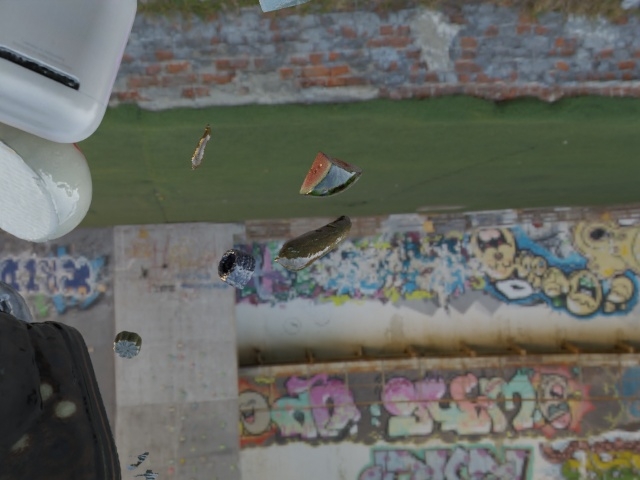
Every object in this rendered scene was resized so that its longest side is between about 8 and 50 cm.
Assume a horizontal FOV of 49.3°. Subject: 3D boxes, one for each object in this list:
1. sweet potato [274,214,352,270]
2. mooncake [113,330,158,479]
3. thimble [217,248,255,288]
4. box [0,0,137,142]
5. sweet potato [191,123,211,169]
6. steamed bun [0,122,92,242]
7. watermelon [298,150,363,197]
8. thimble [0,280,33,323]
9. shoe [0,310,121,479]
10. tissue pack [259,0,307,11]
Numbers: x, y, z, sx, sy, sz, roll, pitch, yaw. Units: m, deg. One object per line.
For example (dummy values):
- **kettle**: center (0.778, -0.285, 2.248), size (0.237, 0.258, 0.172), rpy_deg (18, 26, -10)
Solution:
- **sweet potato**: center (0.000, 0.000, 1.646), size (0.075, 0.075, 0.273), rpy_deg (-5, -161, 43)
- **mooncake**: center (-0.386, 0.350, 1.442), size (0.150, 0.347, 0.057), rpy_deg (-14, -165, 14)
- **thimble**: center (-0.216, 0.067, 1.794), size (0.066, 0.095, 0.104), rpy_deg (29, -157, -29)
- **box**: center (-0.493, -0.367, 1.236), size (0.288, 0.349, 0.141), rpy_deg (21, 170, -36)
- **sweet potato**: center (-0.254, -0.194, 1.484), size (0.026, 0.115, 0.026), rpy_deg (21, -149, -13)
- **steamed bun**: center (-0.776, -0.187, 1.887), size (0.374, 0.375, 0.241), rpy_deg (-4, -150, 35)
- **watermelon**: center (0.045, -0.171, 1.943), size (0.145, 0.137, 0.193), rpy_deg (21, 152, -25)
- **thimble**: center (-0.616, 0.176, 1.200), size (0.217, 0.245, 0.157), rpy_deg (40, 163, -12)
- **shoe**: center (-0.386, 0.249, 0.839), size (0.171, 0.384, 0.237), rpy_deg (-38, 144, 22)
- **tissue pack**: center (-0.089, -0.578, 1.436), size (0.122, 0.193, 0.026), rpy_deg (-10, -152, 12)
